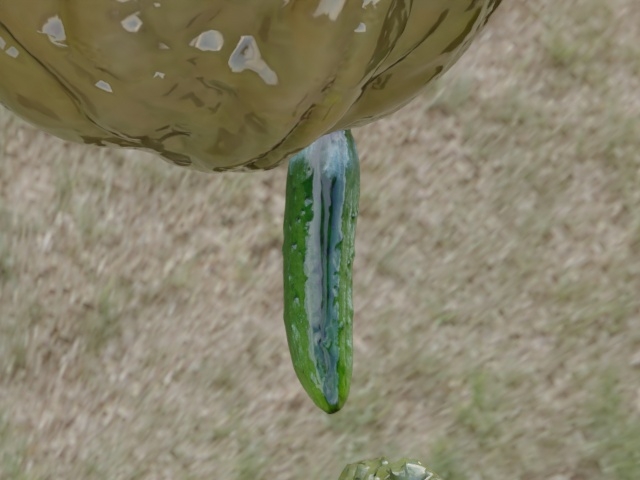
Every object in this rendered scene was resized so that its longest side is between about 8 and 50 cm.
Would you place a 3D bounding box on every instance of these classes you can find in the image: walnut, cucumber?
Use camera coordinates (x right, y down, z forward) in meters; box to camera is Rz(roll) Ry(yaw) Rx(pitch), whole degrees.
[{"bbox_3d":[-0.031,-0.130,0.570,0.228,0.228,0.228,3,75,-12],"label":"walnut"},{"bbox_3d":[0.000,0.000,1.340,0.056,0.056,0.250,3,84,-12],"label":"cucumber"}]

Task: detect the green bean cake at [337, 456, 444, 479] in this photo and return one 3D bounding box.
[{"bbox_3d":[-0.021,0.272,1.275,0.310,0.202,0.285,21,90,-35],"label":"green bean cake"}]
